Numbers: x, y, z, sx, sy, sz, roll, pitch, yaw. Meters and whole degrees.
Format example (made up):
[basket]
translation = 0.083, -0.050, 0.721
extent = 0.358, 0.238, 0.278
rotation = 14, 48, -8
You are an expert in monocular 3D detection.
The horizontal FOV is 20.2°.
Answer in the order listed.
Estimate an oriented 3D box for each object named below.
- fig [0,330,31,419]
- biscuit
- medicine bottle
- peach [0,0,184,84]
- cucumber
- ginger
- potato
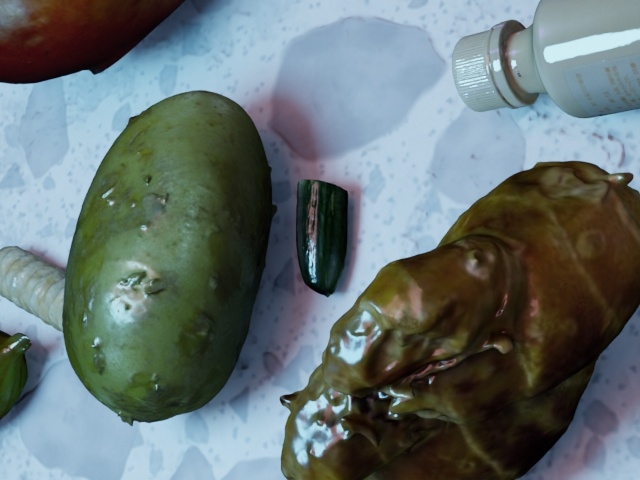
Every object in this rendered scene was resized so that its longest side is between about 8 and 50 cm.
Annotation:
[fig]
translation = -0.339, 0.126, 1.787
extent = 0.154, 0.103, 0.109
rotation = -40, 80, 31
[biscuit]
translation = -0.252, 0.059, 1.772
extent = 0.219, 0.055, 0.061
rotation = 27, 84, 37
[medicine bottle]
translation = 0.227, -0.157, 1.447
extent = 0.252, 0.114, 0.114
rotation = -10, 72, 33
[peach]
translation = -0.275, -0.305, 1.715
extent = 0.406, 0.310, 0.335
rotation = -21, 29, 37
[cucumber]
translation = 0.000, 0.000, 1.613
extent = 0.048, 0.048, 0.105
rotation = -6, 76, 34
[ginger]
translation = 0.107, 0.100, 1.373
extent = 0.152, 0.274, 0.357
rotation = 45, 140, 20
[potato]
translation = -0.136, 0.013, 1.614
extent = 0.173, 0.210, 0.307
rotation = 8, 74, 10
